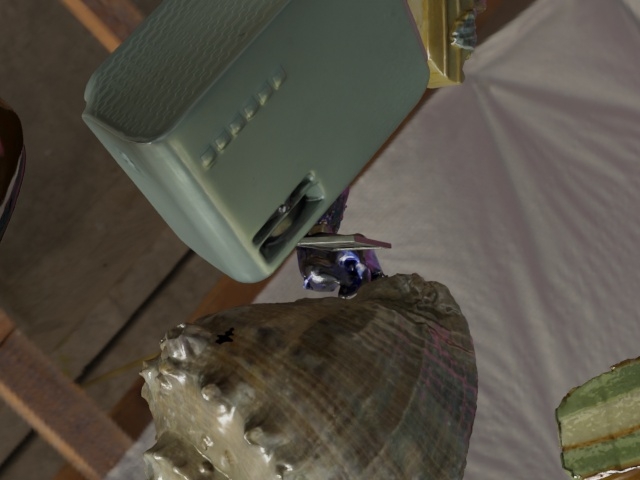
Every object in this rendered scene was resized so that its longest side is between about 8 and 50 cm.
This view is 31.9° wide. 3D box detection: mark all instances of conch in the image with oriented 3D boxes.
[{"bbox_3d":[-0.017,0.160,1.040,0.297,0.352,0.210,46,-175,27],"label":"conch"}]

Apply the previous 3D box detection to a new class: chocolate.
[{"bbox_3d":[0.001,0.000,1.620,0.149,0.126,0.343,9,-152,-16],"label":"chocolate"}]

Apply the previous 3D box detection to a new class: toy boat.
[{"bbox_3d":[0.152,-0.343,1.377,0.115,0.089,0.310,-4,-91,-37],"label":"toy boat"}]

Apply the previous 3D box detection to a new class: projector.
[{"bbox_3d":[-0.040,-0.119,0.873,0.250,0.108,0.198,-50,-36,-13],"label":"projector"}]

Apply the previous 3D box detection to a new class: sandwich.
[{"bbox_3d":[0.457,0.259,1.460,0.198,0.227,0.155,38,-142,-38],"label":"sandwich"}]

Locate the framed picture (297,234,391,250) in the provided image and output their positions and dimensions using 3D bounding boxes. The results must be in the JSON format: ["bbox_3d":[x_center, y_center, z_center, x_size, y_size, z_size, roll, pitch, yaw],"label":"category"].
[{"bbox_3d":[0.020,0.003,1.036,0.089,0.066,0.006,11,-103,-64],"label":"framed picture"}]

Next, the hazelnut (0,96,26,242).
[{"bbox_3d":[-0.264,-0.009,0.604,0.181,0.212,0.180,17,-111,-1],"label":"hazelnut"}]
